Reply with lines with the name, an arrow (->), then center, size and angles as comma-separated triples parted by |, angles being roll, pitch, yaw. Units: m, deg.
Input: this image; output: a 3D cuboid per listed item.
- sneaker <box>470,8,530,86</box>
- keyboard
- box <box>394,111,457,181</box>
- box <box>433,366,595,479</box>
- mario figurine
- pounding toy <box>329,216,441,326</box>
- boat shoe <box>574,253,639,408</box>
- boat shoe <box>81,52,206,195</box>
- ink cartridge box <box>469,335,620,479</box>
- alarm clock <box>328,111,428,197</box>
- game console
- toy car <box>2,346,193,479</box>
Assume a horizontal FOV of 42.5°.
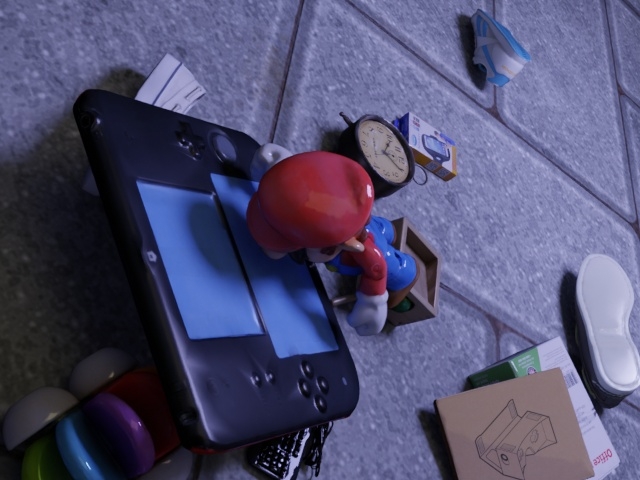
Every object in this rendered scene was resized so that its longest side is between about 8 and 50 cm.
sneaker -> 0.358, -0.412, 1.738 | 0.087, 0.092, 0.229 | 26, 30, -28
keyboard -> -0.020, 0.211, 1.014 | 0.100, 0.038, 0.192 | 38, 45, -20
box -> 0.187, -0.170, 1.460 | 0.136, 0.028, 0.081 | 29, 48, -30
box -> 0.277, 0.284, 1.175 | 0.201, 0.021, 0.165 | -12, 77, -13
mario figurine -> 0.000, 0.000, 0.994 | 0.170, 0.198, 0.320 | -66, 151, -6
pounding toy -> 0.097, 0.057, 1.194 | 0.130, 0.100, 0.141 | 43, 43, -36
boat shoe -> 0.523, 0.162, 1.524 | 0.109, 0.091, 0.305 | 5, 51, 1
boat shoe -> -0.205, -0.136, 1.012 | 0.084, 0.095, 0.258 | 35, 46, -16
ink cartridge box -> 0.350, 0.279, 1.280 | 0.160, 0.092, 0.220 | -12, 75, -45
alarm clock -> 0.102, -0.127, 1.324 | 0.192, 0.064, 0.129 | 17, 54, -33
game console -> -0.097, 0.030, 0.917 | 0.342, 0.060, 0.387 | 13, 52, -65
toy car -> -0.194, 0.186, 0.786 | 0.182, 0.136, 0.159 | -33, 90, -49
